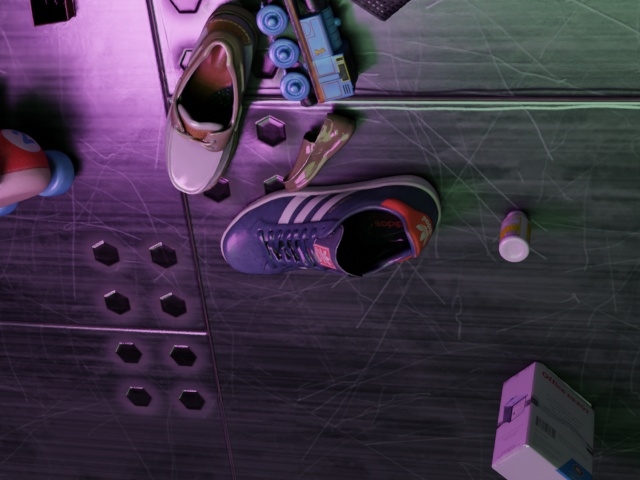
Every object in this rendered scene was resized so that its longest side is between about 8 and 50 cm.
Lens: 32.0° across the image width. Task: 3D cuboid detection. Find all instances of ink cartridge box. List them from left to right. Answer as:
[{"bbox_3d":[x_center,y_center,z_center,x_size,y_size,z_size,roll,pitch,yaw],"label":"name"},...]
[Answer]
[{"bbox_3d":[0.349,0.305,1.729,0.139,0.191,0.082,39,124,-13],"label":"ink cartridge box"}]

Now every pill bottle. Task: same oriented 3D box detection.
[{"bbox_3d":[0.280,-0.008,1.602,0.043,0.083,0.043,6,124,9],"label":"pill bottle"}]

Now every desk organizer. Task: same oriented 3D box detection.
[{"bbox_3d":[-0.378,-0.362,1.541,0.047,0.050,0.130,5,124,10],"label":"desk organizer"}]

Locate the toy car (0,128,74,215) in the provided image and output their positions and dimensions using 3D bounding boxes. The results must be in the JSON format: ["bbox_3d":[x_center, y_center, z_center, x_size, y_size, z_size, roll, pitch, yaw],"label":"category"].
[{"bbox_3d":[-0.522,-0.160,1.654,0.210,0.219,0.238,-17,89,23],"label":"toy car"}]

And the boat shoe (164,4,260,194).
[{"bbox_3d":[-0.168,-0.182,1.580,0.113,0.103,0.302,18,125,1],"label":"boat shoe"}]

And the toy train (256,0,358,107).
[{"bbox_3d":[-0.017,-0.269,1.506,0.105,0.080,0.184,-14,117,11],"label":"toy train"}]

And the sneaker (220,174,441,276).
[{"bbox_3d":[0.000,0.000,1.634,0.350,0.148,0.131,-15,118,22],"label":"sneaker"}]

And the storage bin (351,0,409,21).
[{"bbox_3d":[0.044,-0.366,1.361,0.084,0.122,0.180,-35,140,30],"label":"storage bin"}]

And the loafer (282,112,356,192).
[{"bbox_3d":[-0.010,-0.130,1.610,0.050,0.056,0.148,39,113,-12],"label":"loafer"}]
